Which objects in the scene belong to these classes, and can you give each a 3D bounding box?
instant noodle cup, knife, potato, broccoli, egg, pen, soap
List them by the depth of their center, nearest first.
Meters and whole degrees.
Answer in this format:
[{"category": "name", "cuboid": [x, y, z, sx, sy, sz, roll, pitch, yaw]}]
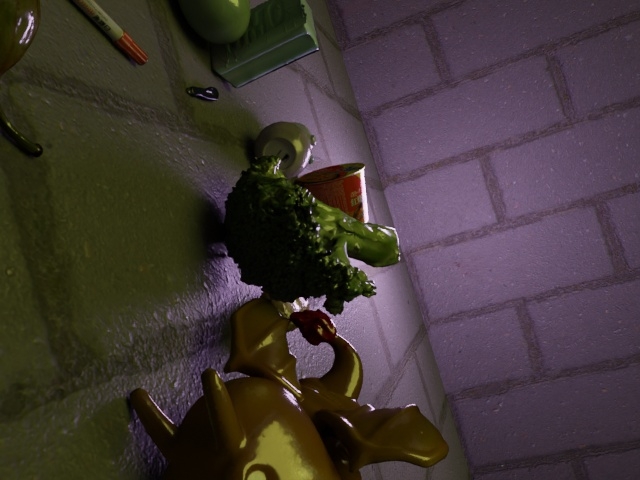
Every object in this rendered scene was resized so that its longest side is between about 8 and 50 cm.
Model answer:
[{"category": "pen", "cuboid": [-0.364, -0.369, 0.886, 0.239, 0.028, 0.028, 46, 32, -55]}, {"category": "broccoli", "cuboid": [-0.021, -0.029, 1.132, 0.353, 0.275, 0.397, 54, 35, 2]}, {"category": "potato", "cuboid": [-0.077, 0.142, 1.180, 0.170, 0.080, 0.107, -30, 103, -68]}, {"category": "knife", "cuboid": [-0.254, -0.320, 1.195, 0.121, 0.018, 0.031, -28, 107, -72]}, {"category": "egg", "cuboid": [-0.238, -0.532, 1.227, 0.192, 0.149, 0.149, 59, 21, -24]}, {"category": "soap", "cuboid": [-0.135, -0.479, 1.311, 0.094, 0.262, 0.150, 32, 42, -59]}, {"category": "instant noodle cup", "cuboid": [0.047, -0.122, 1.650, 0.213, 0.213, 0.174, -60, 139, -67]}]

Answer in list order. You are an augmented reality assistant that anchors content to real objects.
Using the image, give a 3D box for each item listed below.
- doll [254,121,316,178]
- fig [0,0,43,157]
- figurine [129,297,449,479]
[{"category": "doll", "cuboid": [-0.084, -0.250, 1.457, 0.287, 0.151, 0.150, -67, 136, -70]}, {"category": "fig", "cuboid": [-0.371, -0.204, 0.626, 0.124, 0.124, 0.236, -73, 166, -61]}, {"category": "figurine", "cuboid": [-0.065, 0.275, 0.831, 0.401, 0.268, 0.387, 44, 25, 24]}]
